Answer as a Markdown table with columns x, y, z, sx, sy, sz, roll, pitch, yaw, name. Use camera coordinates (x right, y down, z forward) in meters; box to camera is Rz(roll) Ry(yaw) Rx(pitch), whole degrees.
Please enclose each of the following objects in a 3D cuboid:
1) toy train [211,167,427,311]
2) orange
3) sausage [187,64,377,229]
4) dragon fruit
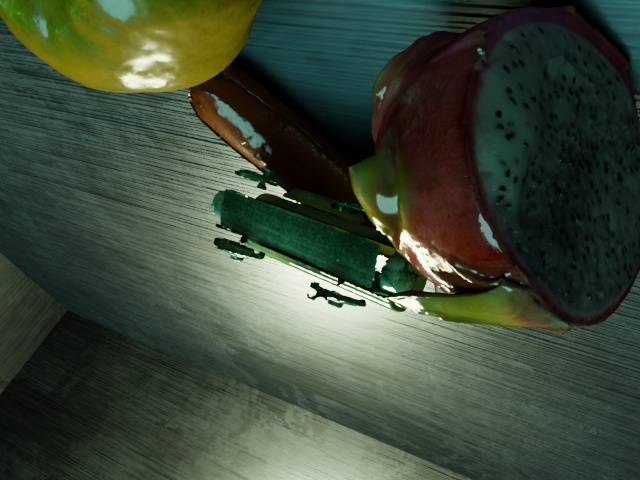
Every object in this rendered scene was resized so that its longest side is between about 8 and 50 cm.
| x | y | z | sx | sy | sz | roll | pitch | yaw | name |
| --- | --- | --- | --- | --- | --- | --- | --- | --- | --- |
| 0.003 | -0.008 | 0.651 | 0.308 | 0.126 | 0.190 | 20 | -169 | 34 | toy train |
| -0.177 | -0.276 | 0.466 | 0.279 | 0.235 | 0.279 | 17 | 134 | 19 | orange |
| -0.040 | -0.122 | 0.724 | 0.330 | 0.102 | 0.102 | 40 | 149 | -18 | sausage |
| 0.155 | -0.063 | 0.475 | 0.290 | 0.290 | 0.189 | 44 | 154 | -26 | dragon fruit |
